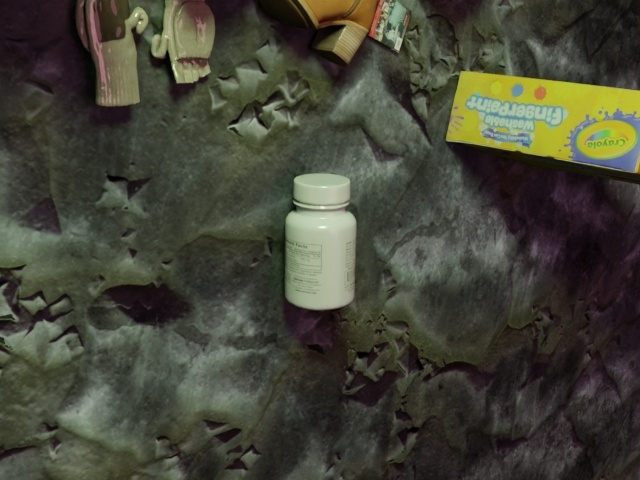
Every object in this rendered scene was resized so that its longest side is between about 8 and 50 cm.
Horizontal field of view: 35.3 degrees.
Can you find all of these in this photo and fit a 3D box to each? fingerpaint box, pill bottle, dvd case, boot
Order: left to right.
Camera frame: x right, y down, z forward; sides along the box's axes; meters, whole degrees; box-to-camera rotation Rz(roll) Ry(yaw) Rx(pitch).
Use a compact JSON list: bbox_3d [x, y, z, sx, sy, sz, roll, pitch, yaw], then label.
[{"bbox_3d":[0.000,0.000,1.828,0.131,0.131,0.229,-15,114,-42],"label":"pill bottle"},{"bbox_3d":[0.019,-0.452,1.713,0.283,0.109,0.220,29,83,-49],"label":"boot"},{"bbox_3d":[0.123,-0.417,1.904,0.119,0.013,0.087,16,91,-46],"label":"dvd case"},{"bbox_3d":[0.555,-0.225,2.096,0.371,0.445,0.163,8,96,-46],"label":"fingerpaint box"}]

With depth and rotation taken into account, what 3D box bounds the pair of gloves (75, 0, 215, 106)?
[{"bbox_3d":[-0.262,-0.320,1.520,0.240,0.042,0.204,-26,117,-40],"label":"pair of gloves"}]
